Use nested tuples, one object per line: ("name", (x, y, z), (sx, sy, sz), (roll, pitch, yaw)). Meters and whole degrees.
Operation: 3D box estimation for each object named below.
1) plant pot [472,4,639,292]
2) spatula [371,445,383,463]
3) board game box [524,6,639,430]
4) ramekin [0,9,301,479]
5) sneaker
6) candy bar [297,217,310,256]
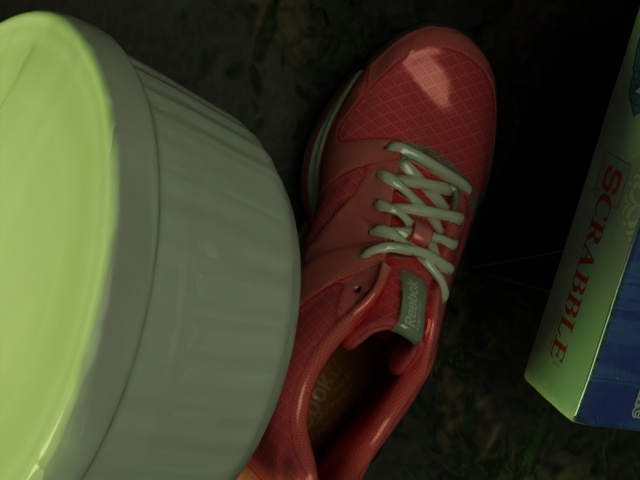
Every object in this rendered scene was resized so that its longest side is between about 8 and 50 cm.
("plant pot", (0.229, -0.049, 1.013), (0.187, 0.188, 0.167), (16, 75, -24))
("spatula", (-0.081, 0.185, 0.955), (0.296, 0.030, 0.084), (-28, 105, -21))
("board game box", (0.300, -0.041, 0.865), (0.318, 0.066, 0.319), (8, 107, -23))
("ramekin", (-0.123, 0.032, 0.809), (0.127, 0.273, 0.273), (17, 86, -37))
("sneaker", (0.041, 0.022, 0.922), (0.116, 0.136, 0.314), (26, 81, -21))
("candy bar", (0.000, 0.000, 0.989), (0.040, 0.018, 0.161), (37, 78, -18))
